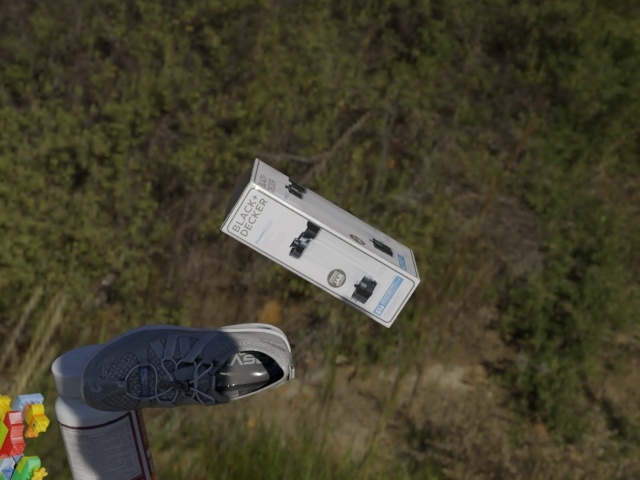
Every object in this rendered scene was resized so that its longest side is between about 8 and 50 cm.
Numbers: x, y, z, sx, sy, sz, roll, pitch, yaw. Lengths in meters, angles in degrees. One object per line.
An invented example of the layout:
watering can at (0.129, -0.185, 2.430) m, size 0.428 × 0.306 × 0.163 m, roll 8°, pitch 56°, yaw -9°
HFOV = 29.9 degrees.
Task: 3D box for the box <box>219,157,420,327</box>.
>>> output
box at (0.000, 0.000, 1.790) m, size 0.290 × 0.087 × 0.169 m, roll 30°, pitch 14°, yaw -7°

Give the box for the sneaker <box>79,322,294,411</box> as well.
sneaker at (-0.166, 0.162, 1.527) m, size 0.281 × 0.105 × 0.115 m, roll -11°, pitch 15°, yaw -14°

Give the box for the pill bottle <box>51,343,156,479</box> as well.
pill bottle at (-0.316, 0.270, 1.735) m, size 0.121 × 0.221 × 0.121 m, roll -8°, pitch 20°, yaw 3°

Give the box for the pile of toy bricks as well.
pile of toy bricks at (-0.360, 0.283, 1.400) m, size 0.118 × 0.212 × 0.105 m, roll 2°, pitch 32°, yaw -48°
